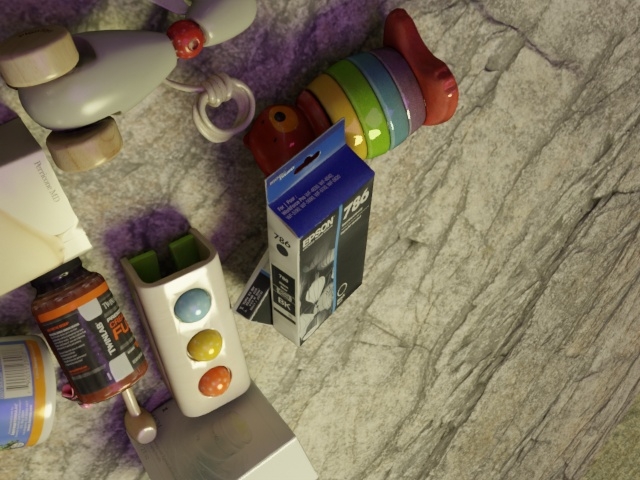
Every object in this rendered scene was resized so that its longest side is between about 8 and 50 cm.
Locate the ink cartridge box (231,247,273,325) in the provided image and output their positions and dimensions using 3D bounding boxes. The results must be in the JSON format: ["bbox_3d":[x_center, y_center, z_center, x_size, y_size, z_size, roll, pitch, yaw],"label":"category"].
[{"bbox_3d":[-0.034,0.044,1.162,0.206,0.045,0.208,-59,159,1],"label":"ink cartridge box"}]

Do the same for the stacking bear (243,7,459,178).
[{"bbox_3d":[0.030,-0.183,1.061,0.289,0.175,0.164,-27,158,-8],"label":"stacking bear"}]

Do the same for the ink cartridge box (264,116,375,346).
[{"bbox_3d":[0.000,0.000,1.035,0.165,0.065,0.333,-42,151,-29],"label":"ink cartridge box"}]

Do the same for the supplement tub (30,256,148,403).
[{"bbox_3d":[-0.322,0.115,0.984,0.106,0.106,0.198,-28,103,-20],"label":"supplement tub"}]

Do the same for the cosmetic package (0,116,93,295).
[{"bbox_3d":[-0.451,0.001,0.846,0.309,0.113,0.160,-30,131,-17],"label":"cosmetic package"}]

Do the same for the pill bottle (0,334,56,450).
[{"bbox_3d":[-0.492,0.203,0.913,0.272,0.152,0.152,0,117,-36],"label":"pill bottle"}]

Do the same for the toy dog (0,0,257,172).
[{"bbox_3d":[-0.242,-0.220,0.868,0.333,0.161,0.220,-22,127,-43],"label":"toy dog"}]

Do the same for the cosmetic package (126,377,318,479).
[{"bbox_3d":[-0.165,0.354,1.200,0.224,0.224,0.138,-33,132,-16],"label":"cosmetic package"}]

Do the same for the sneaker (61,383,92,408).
[{"bbox_3d":[-0.348,0.213,1.082,0.057,0.047,0.119,32,126,-29],"label":"sneaker"}]

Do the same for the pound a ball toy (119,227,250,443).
[{"bbox_3d":[-0.225,0.170,1.103,0.208,0.136,0.319,-25,129,-22],"label":"pound a ball toy"}]
